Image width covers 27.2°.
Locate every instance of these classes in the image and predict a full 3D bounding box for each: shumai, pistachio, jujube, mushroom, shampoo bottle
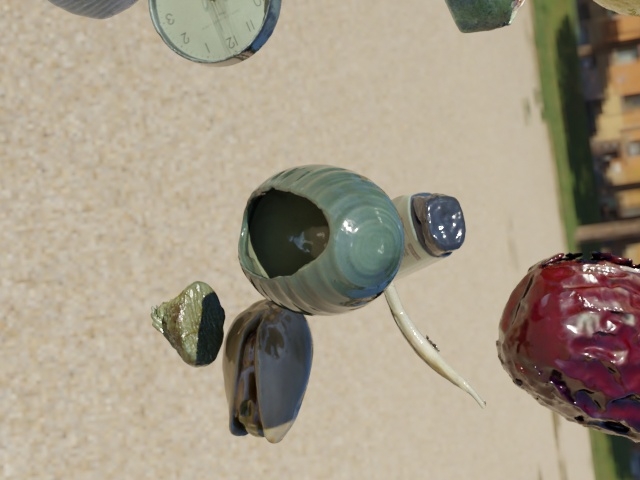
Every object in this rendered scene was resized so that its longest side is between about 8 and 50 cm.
[{"bbox_3d":[-0.201,0.124,1.922,0.099,0.087,0.124,22,66,-52],"label":"shumai"},{"bbox_3d":[-0.077,0.187,1.947,0.144,0.144,0.215,12,86,-77],"label":"pistachio"},{"bbox_3d":[0.434,0.153,1.911,0.258,0.376,0.258,-163,-90,-76],"label":"jujube"},{"bbox_3d":[0.126,0.102,1.796,0.306,0.043,0.068,60,-10,-1],"label":"mushroom"},{"bbox_3d":[0.149,-0.011,2.319,0.359,0.078,0.134,147,-66,-69],"label":"shampoo bottle"}]

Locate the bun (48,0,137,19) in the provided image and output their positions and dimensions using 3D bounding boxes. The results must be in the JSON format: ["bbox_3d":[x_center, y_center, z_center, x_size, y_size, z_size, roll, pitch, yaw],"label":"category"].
[{"bbox_3d":[-0.250,-0.309,1.431,0.141,0.141,0.083,65,25,-54],"label":"bun"}]

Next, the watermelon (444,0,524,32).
[{"bbox_3d":[0.263,-0.412,1.661,0.226,0.148,0.318,6,95,-53],"label":"watermelon"}]

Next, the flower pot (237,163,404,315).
[{"bbox_3d":[0.000,0.000,1.645,0.157,0.243,0.189,7,93,-38],"label":"flower pot"}]

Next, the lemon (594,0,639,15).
[{"bbox_3d":[0.556,-0.528,2.149,0.387,0.350,0.350,36,39,-32],"label":"lemon"}]

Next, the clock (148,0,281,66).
[{"bbox_3d":[-0.166,-0.377,2.048,0.042,0.215,0.215,-11,93,-71],"label":"clock"}]
